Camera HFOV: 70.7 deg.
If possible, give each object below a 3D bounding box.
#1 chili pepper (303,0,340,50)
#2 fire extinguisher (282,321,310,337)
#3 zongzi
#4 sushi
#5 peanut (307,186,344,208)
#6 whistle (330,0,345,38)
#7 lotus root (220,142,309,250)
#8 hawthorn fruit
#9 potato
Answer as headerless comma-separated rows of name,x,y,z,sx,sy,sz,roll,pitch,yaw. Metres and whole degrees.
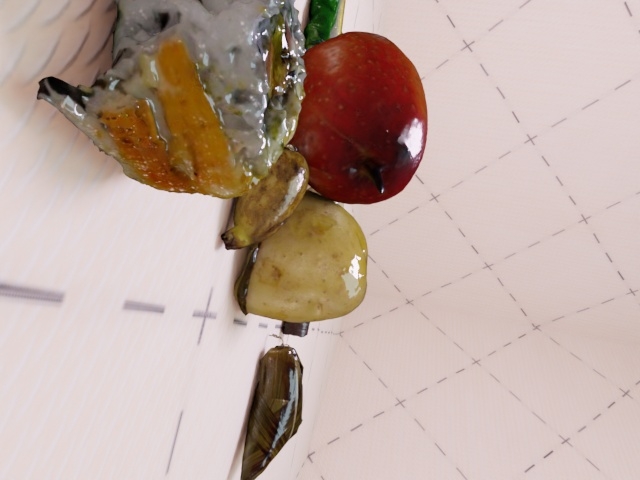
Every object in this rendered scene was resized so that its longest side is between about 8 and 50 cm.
chili pepper,0.010,-0.481,0.930,0.098,0.061,0.224,51,48,-72
fire extinguisher,-0.040,0.126,1.219,0.072,0.089,0.267,12,88,-37
zongzi,-0.114,0.368,0.987,0.241,0.111,0.247,-42,136,-66
sushi,-0.090,-0.144,0.392,0.274,0.139,0.184,-80,172,-50
peanut,-0.018,-0.005,1.112,0.136,0.120,0.298,74,30,-61
whistle,0.030,-0.529,1.012,0.068,0.057,0.326,-32,131,-79
lotus root,-0.086,-0.062,0.692,0.094,0.108,0.190,33,74,-41
hawthorn fruit,0.066,-0.195,0.806,0.369,0.285,0.284,-96,-174,-47
potato,-0.015,0.036,0.848,0.285,0.242,0.242,-69,166,-55
